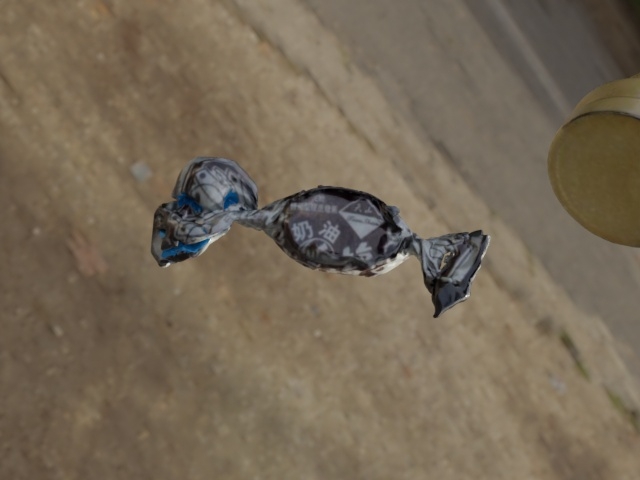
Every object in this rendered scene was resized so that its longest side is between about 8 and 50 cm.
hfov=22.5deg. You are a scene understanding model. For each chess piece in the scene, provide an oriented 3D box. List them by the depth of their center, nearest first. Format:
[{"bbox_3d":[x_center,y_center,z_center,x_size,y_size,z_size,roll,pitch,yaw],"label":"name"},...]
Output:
[{"bbox_3d":[0.146,-0.054,0.653,0.066,0.066,0.122,53,47,-11],"label":"chess piece"}]

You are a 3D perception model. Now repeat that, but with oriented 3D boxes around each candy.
[{"bbox_3d":[0.000,0.000,1.076,0.051,0.226,0.094,93,5,-69],"label":"candy"}]
